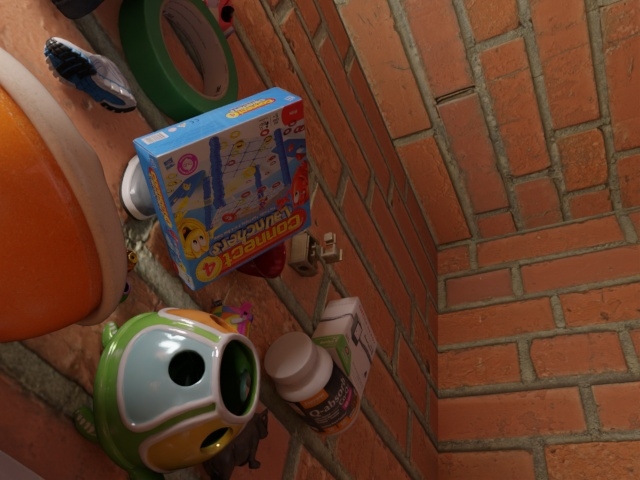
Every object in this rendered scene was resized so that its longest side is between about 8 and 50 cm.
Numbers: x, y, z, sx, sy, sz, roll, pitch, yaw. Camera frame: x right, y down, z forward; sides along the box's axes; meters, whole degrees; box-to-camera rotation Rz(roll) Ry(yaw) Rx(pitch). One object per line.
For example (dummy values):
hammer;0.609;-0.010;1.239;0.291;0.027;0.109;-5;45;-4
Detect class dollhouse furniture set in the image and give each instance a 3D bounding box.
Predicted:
dollhouse furniture set;0.000;0.000;1.491;0.101;0.160;0.182;47;39;-48

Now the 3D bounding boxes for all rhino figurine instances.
rhino figurine;-0.162;0.422;1.025;0.243;0.073;0.106;-25;104;-67

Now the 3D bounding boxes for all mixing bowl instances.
mixing bowl;-0.170;0.012;1.191;0.181;0.098;0.182;40;43;-52

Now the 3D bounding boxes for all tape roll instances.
tape roll;-0.314;-0.429;1.138;0.321;0.077;0.321;44;39;-51

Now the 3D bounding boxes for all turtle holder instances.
turtle holder;-0.228;0.257;0.776;0.243;0.227;0.320;61;28;-33

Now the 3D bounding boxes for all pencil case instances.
pencil case;-0.199;0.244;1.008;0.104;0.104;0.236;47;38;-47

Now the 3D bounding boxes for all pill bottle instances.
pill bottle;-0.020;0.366;1.255;0.278;0.162;0.162;58;30;-36

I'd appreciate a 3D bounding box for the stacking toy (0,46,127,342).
stacking toy;-0.456;0.037;0.415;0.480;0.350;0.351;-39;115;-43

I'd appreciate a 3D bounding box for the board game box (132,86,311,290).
board game box;-0.165;-0.101;0.959;0.308;0.086;0.302;-31;137;-29

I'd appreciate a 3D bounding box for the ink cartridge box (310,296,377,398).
ink cartridge box;0.073;0.332;1.532;0.198;0.114;0.273;67;26;-19

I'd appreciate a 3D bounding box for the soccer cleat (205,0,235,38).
soccer cleat;-0.269;-0.637;1.321;0.083;0.095;0.248;34;48;-56

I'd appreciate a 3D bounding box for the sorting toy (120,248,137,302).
sorting toy;-0.344;0.056;0.855;0.061;0.042;0.102;33;48;-57

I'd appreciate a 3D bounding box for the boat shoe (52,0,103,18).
boat shoe;-0.384;-0.577;0.948;0.500;0.186;0.156;-71;146;-42

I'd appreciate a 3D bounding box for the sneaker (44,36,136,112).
sneaker;-0.412;-0.308;0.883;0.190;0.071;0.083;40;35;-65

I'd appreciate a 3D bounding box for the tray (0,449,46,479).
tray;-0.401;0.348;0.593;0.270;0.030;0.145;61;29;-32

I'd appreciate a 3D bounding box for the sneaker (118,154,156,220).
sneaker;-0.260;-0.156;0.983;0.124;0.178;0.296;61;29;-32
